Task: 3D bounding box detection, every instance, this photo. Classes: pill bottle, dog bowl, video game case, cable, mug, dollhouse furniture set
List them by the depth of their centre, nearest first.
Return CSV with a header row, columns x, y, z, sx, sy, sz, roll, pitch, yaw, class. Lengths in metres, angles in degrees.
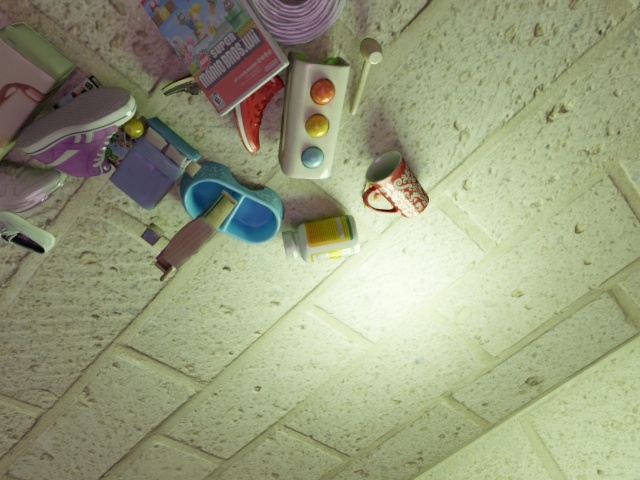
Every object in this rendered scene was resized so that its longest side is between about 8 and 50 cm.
x,y,z,sx,sy,sz,roll,pitch,yaw,class
-0.068,-0.546,0.897,0.257,0.089,0.257,-18,122,3,cable
-0.223,-0.436,0.901,0.204,0.025,0.285,-27,106,30,video game case
-0.401,-0.085,1.000,0.303,0.198,0.286,43,109,-13,dollhouse furniture set
-0.235,-0.090,1.166,0.297,0.074,0.165,26,114,-23,dog bowl
0.202,-0.140,1.189,0.150,0.113,0.169,-30,127,27,mug
0.000,0.000,1.231,0.209,0.117,0.117,-11,123,-2,pill bottle

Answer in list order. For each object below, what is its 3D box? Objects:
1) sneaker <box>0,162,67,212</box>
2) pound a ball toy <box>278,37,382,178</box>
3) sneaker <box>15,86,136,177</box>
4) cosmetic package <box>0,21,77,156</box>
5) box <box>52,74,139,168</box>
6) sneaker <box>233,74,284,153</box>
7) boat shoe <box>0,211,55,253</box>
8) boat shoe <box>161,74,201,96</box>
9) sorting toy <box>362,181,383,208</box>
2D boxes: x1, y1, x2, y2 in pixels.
x,y,z,sx,sy,sz,roll,pitch,yaw,class
-0.775,-0.139,1.028,0.306,0.114,0.152,-12,125,-1,sneaker
0.023,-0.308,1.019,0.208,0.135,0.319,-1,127,-17,pound a ball toy
-0.486,-0.224,0.940,0.282,0.102,0.161,-15,148,17,sneaker
-0.683,-0.300,0.924,0.296,0.153,0.129,-40,121,18,cosmetic package
-0.509,-0.272,1.033,0.114,0.036,0.207,-32,121,12,box
-0.142,-0.321,1.030,0.128,0.087,0.221,-11,124,0,sneaker
-0.803,-0.018,1.131,0.184,0.063,0.066,36,111,-26,boat shoe
-0.291,-0.360,0.999,0.152,0.056,0.049,-20,117,4,boat shoe
0.151,-0.126,1.237,0.062,0.012,0.083,7,120,-13,sorting toy
